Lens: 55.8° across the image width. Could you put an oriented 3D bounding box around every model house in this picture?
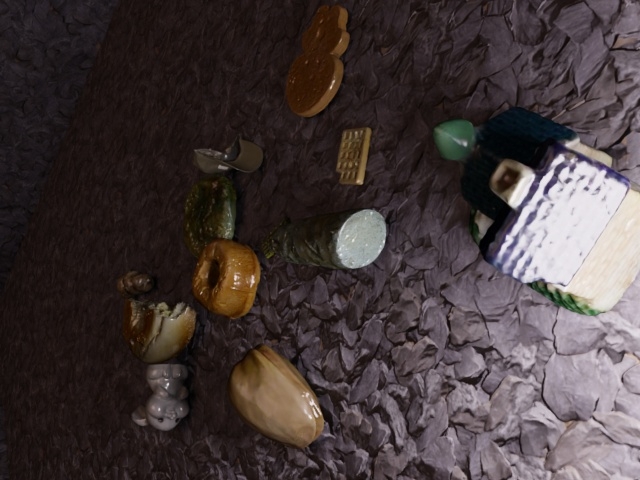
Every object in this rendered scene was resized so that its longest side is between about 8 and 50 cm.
[{"bbox_3d":[0.310,-0.065,0.909,0.298,0.284,0.243,45,109,45],"label":"model house"}]

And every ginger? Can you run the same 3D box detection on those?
[{"bbox_3d":[-0.650,0.154,2.124,0.204,0.080,0.104,-20,79,48],"label":"ginger"}]

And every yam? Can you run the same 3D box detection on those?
[{"bbox_3d":[0.000,0.000,1.361,0.330,0.133,0.133,-2,79,52],"label":"yam"}]

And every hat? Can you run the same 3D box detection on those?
[{"bbox_3d":[-0.258,-0.219,1.749,0.173,0.166,0.144,48,143,19],"label":"hat"}]

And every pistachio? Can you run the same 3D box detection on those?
[{"bbox_3d":[-0.104,0.371,1.377,0.260,0.163,0.212,44,136,31],"label":"pistachio"}]

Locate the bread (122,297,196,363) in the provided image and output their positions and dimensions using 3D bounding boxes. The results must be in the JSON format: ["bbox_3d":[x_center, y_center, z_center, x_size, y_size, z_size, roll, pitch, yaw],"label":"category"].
[{"bbox_3d":[-0.485,0.277,1.825,0.314,0.171,0.192,-4,76,49],"label":"bread"}]

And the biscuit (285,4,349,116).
[{"bbox_3d":[-0.004,-0.458,1.551,0.202,0.044,0.288,17,92,49],"label":"biscuit"}]

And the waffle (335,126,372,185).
[{"bbox_3d":[0.075,-0.196,1.409,0.092,0.021,0.135,7,85,49],"label":"waffle"}]

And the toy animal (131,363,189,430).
[{"bbox_3d":[-0.470,0.459,1.796,0.178,0.127,0.193,-6,77,51],"label":"toy animal"}]

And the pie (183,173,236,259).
[{"bbox_3d":[-0.336,-0.069,1.814,0.277,0.079,0.277,-18,67,48],"label":"pie"}]

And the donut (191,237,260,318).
[{"bbox_3d":[-0.258,0.102,1.652,0.227,0.114,0.226,-19,65,46],"label":"donut"}]

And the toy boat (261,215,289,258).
[{"bbox_3d":[-0.114,-0.007,1.584,0.115,0.016,0.063,-43,51,34],"label":"toy boat"}]
